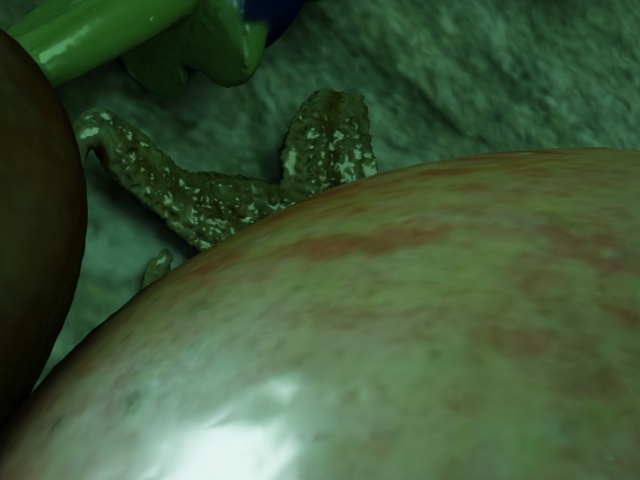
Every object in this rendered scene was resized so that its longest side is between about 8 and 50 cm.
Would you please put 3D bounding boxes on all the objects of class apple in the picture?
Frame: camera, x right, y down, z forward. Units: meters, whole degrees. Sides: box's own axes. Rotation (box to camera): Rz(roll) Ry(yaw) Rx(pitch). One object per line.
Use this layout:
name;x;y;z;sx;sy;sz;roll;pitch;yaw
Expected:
apple;0.072;0.125;0.448;0.345;0.269;0.345;25;54;-38

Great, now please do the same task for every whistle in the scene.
whistle;-0.040;-0.109;0.679;0.227;0.105;0.085;-43;118;-43

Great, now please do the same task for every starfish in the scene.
starfish;0.005;-0.006;0.666;0.209;0.053;0.150;21;46;-18

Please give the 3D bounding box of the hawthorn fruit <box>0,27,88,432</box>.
hawthorn fruit;-0.166;0.032;0.445;0.199;0.199;0.251;18;65;-23
